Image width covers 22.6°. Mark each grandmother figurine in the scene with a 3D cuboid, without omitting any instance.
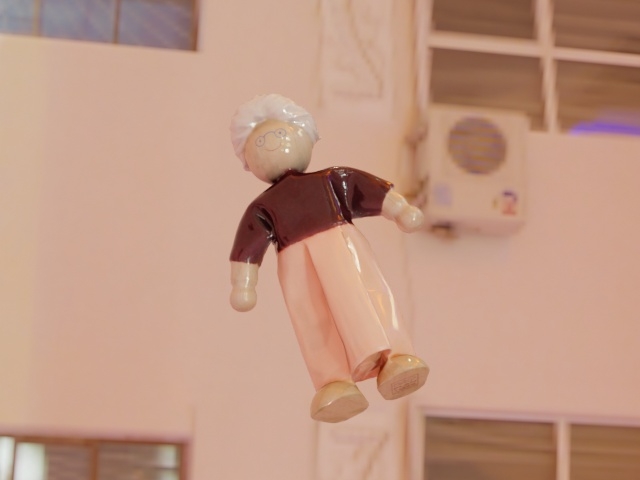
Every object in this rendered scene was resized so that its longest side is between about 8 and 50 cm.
[{"bbox_3d":[0.000,0.000,1.592,0.104,0.208,0.342,94,-26,-64],"label":"grandmother figurine"}]
